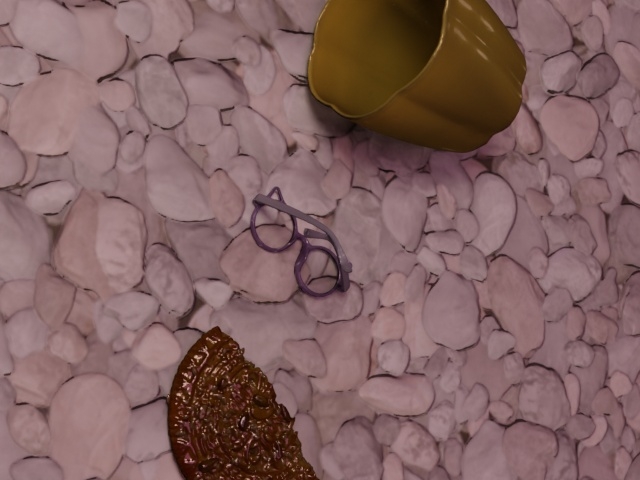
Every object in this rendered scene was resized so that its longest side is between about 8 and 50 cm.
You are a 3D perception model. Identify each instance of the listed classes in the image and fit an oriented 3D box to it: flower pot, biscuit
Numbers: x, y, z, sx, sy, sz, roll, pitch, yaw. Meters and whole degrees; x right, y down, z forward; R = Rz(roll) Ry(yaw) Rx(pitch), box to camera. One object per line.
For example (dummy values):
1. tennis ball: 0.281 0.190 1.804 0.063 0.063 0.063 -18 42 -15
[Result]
1. flower pot: 0.113 -0.184 1.227 0.179 0.195 0.195 26 69 -41
2. biscuit: -0.080 0.194 1.124 0.126 0.025 0.206 -39 104 -31

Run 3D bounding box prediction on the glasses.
1. glasses: 0.000 0.000 1.160 0.140 0.104 0.062 46 63 -16
